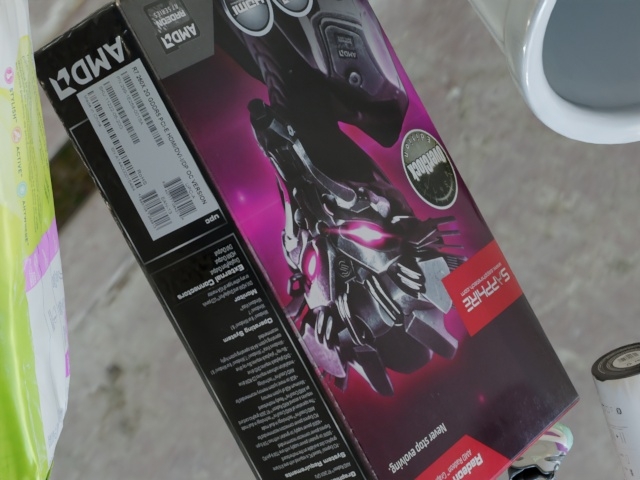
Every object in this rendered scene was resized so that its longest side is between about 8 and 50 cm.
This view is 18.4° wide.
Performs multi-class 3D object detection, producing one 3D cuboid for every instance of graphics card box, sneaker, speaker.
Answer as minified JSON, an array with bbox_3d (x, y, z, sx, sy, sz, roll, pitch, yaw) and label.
[{"bbox_3d":[0.000,0.000,1.228,0.094,0.233,0.371,-27,93,39],"label":"graphics card box"},{"bbox_3d":[0.161,0.181,1.687,0.098,0.069,0.038,9,151,32],"label":"sneaker"},{"bbox_3d":[0.218,0.137,1.270,0.055,0.055,0.136,-12,107,26],"label":"speaker"}]

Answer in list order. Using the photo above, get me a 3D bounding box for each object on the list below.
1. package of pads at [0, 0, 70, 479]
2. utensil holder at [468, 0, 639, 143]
[{"bbox_3d":[-0.249,-0.006,1.006,0.229,0.101,0.296,-3,112,3],"label":"package of pads"},{"bbox_3d":[0.203,-0.322,1.482,0.327,0.328,0.385,-55,51,35],"label":"utensil holder"}]
